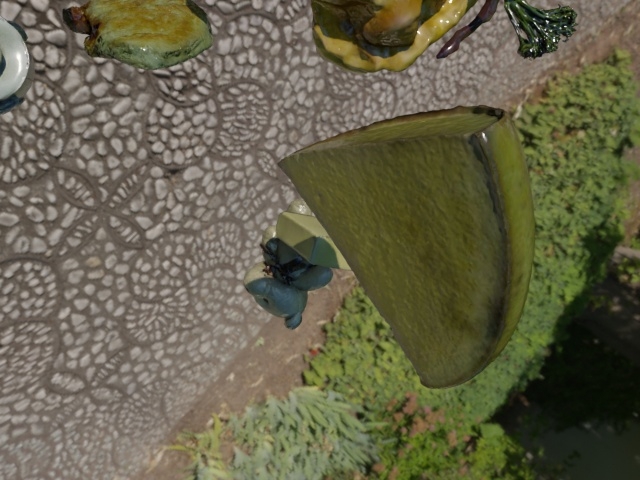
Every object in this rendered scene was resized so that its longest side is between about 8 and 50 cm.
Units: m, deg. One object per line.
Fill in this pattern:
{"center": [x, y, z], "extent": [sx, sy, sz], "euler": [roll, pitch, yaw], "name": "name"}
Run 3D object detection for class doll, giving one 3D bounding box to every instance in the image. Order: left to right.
{"center": [-0.074, 0.047, 1.291], "extent": [0.149, 0.175, 0.278], "euler": [9, 119, -29], "name": "doll"}

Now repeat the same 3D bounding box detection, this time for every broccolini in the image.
{"center": [0.358, -0.442, 1.004], "extent": [0.123, 0.272, 0.062], "euler": [-14, 176, -19], "name": "broccolini"}

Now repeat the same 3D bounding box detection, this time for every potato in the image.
{"center": [0.105, 0.011, 0.580], "extent": [0.112, 0.269, 0.255], "euler": [-28, 109, -33], "name": "potato"}

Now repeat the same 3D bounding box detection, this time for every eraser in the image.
{"center": [0.000, 0.000, 1.091], "extent": [0.117, 0.172, 0.058], "euler": [9, 103, -30], "name": "eraser"}

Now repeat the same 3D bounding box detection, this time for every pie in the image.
{"center": [-0.538, -0.647, 1.851], "extent": [0.395, 0.418, 0.180], "euler": [-36, 144, -37], "name": "pie"}

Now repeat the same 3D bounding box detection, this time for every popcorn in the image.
{"center": [0.146, -0.473, 1.108], "extent": [0.349, 0.381, 0.349], "euler": [13, 90, -83], "name": "popcorn"}

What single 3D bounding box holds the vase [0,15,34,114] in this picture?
{"center": [-0.793, -0.419, 1.393], "extent": [0.249, 0.445, 0.250], "euler": [-7, 104, -27], "name": "vase"}
